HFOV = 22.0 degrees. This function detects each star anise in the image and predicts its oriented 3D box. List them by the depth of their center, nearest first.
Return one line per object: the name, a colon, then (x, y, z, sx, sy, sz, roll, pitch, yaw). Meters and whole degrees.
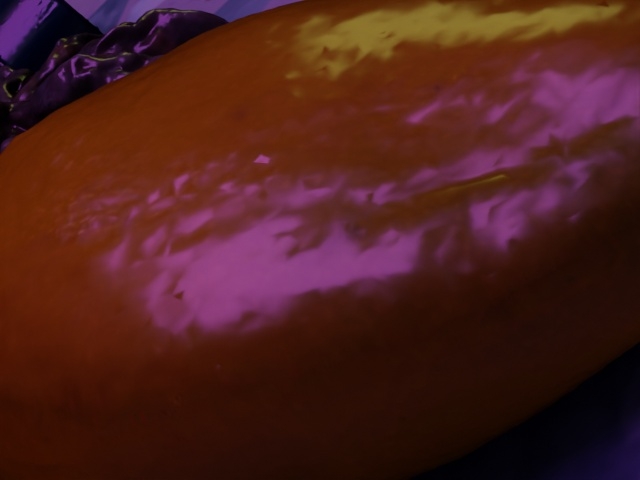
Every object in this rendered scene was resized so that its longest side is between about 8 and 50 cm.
star anise: (-0.119, -0.020, 0.683, 0.209, 0.089, 0.231, -36, 18, 28)

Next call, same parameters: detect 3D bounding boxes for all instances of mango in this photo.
mango: (0.000, 0.000, 0.500, 0.316, 0.119, 0.176, -15, 37, 26)

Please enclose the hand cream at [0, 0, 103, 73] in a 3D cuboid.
hand cream: (-0.216, -0.019, 0.842, 0.270, 0.061, 0.120, -52, 36, 1)
